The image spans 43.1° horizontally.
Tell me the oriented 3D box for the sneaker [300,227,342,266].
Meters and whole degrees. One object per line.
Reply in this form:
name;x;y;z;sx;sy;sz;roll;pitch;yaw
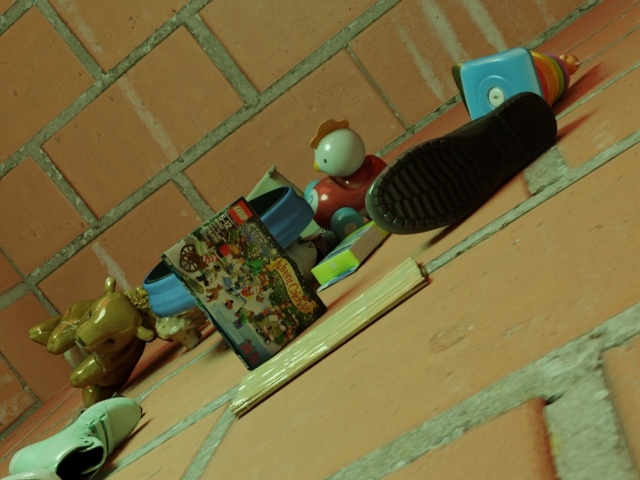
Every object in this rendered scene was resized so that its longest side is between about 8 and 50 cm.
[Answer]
sneaker;0.000;0.000;1.874;0.132;0.086;0.228;-34;5;-4

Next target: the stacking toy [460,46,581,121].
stacking toy;0.445;-0.329;1.670;0.302;0.166;0.175;-27;14;-39

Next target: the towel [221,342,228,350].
towel;-0.163;0.194;1.644;0.083;0.009;0.060;-32;8;43

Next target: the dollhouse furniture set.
dollhouse furniture set;-0.062;-0.115;2.128;0.286;0.198;0.303;-46;7;39

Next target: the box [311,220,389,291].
box;0.059;0.023;1.555;0.109;0.042;0.178;-32;7;39

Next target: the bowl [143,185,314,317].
bowl;-0.197;0.014;1.675;0.391;0.077;0.391;-31;12;7

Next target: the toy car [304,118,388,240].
toy car;0.037;-0.161;1.811;0.210;0.238;0.219;-34;31;-3

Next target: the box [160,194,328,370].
box;-0.120;0.068;1.295;0.159;0.233;0.044;-39;6;-20

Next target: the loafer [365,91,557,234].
loafer;0.224;-0.111;1.319;0.366;0.134;0.130;-28;-1;-20

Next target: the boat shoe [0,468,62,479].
boat shoe;-0.495;0.423;1.265;0.302;0.113;0.103;-35;13;26

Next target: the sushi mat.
sushi mat;0.012;0.127;1.121;0.316;0.019;0.151;-36;5;4

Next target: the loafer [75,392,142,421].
loafer;-0.454;0.370;1.609;0.220;0.078;0.080;-35;6;10

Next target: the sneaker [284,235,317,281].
sneaker;-0.113;0.086;1.727;0.236;0.130;0.323;-30;0;-19

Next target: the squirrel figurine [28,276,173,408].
squirrel figurine;-0.525;0.214;2.142;0.397;0.281;0.370;-29;-11;-34

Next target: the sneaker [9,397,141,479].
sneaker;-0.374;0.347;1.370;0.151;0.094;0.256;-6;14;40

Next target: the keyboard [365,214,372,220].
keyboard;0.135;-0.111;2.033;0.014;0.072;0.256;-64;-9;28

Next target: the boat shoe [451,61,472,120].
boat shoe;0.401;-0.375;1.996;0.110;0.122;0.341;-25;-11;11

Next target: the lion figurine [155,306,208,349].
lion figurine;-0.245;0.104;1.934;0.240;0.142;0.392;-18;-24;-39
